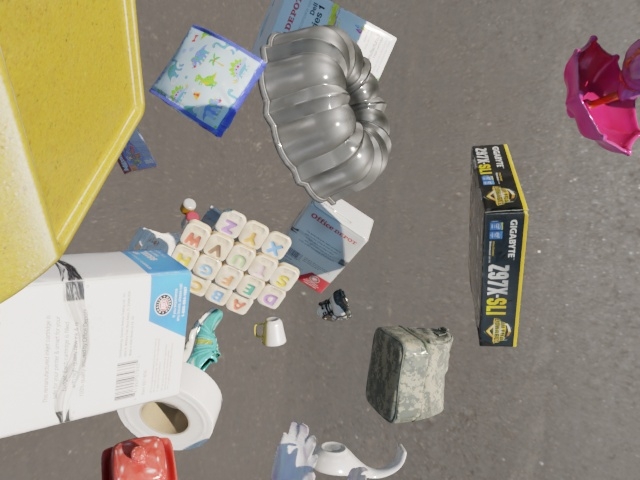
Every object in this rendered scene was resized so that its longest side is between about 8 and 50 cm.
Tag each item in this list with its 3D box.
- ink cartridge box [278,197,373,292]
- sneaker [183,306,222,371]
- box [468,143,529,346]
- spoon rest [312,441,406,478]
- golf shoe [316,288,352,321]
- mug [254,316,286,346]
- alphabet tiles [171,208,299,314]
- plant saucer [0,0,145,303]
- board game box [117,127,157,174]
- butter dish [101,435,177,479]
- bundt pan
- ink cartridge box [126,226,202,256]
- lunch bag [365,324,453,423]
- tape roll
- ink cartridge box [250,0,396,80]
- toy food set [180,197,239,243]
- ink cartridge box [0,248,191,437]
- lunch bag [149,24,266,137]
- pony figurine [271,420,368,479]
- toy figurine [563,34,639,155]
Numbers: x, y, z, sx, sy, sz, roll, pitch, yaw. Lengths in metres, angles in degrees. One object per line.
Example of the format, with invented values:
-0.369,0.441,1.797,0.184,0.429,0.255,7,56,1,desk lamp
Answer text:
0.000,0.000,1.630,0.197,0.114,0.273,33,129,-8,ink cartridge box
-0.365,0.343,1.728,0.110,0.107,0.275,14,59,10,sneaker
0.343,0.010,1.084,0.080,0.257,0.321,-1,124,12,box
0.096,0.611,1.512,0.277,0.137,0.084,3,95,-8,spoon rest
0.035,0.189,1.498,0.094,0.198,0.077,-14,68,1,golf shoe
-0.130,0.236,1.425,0.078,0.062,0.064,-6,104,-17,mug
-0.200,0.060,1.278,0.284,0.021,0.278,26,125,-14,alphabet tiles
-0.227,-0.148,0.451,0.081,0.332,0.332,9,47,-2,plant saucer
-0.544,-0.266,1.566,0.027,0.281,0.145,-26,100,2,board game box
-0.403,0.499,1.218,0.160,0.159,0.118,-4,132,-21,butter dish
0.031,-0.236,0.989,0.124,0.331,0.330,-14,96,26,bundt pan
-0.484,0.053,1.626,0.225,0.056,0.181,23,104,-43,ink cartridge box
0.313,0.443,1.834,0.256,0.212,0.304,2,101,-23,lunch bag
-0.435,0.477,1.584,0.286,0.100,0.286,5,123,7,tape roll
0.001,-0.433,1.259,0.278,0.117,0.201,19,101,-24,ink cartridge box
-0.301,-0.047,1.578,0.232,0.104,0.111,37,47,-8,toy food set
-0.473,0.180,1.047,0.395,0.166,0.285,-3,109,-40,ink cartridge box
-0.159,-0.233,0.817,0.096,0.151,0.128,30,94,-51,lunch bag
-0.003,0.668,1.318,0.363,0.303,0.350,34,79,-36,pony figurine
0.233,-0.115,0.332,0.159,0.173,0.130,-27,86,12,toy figurine
